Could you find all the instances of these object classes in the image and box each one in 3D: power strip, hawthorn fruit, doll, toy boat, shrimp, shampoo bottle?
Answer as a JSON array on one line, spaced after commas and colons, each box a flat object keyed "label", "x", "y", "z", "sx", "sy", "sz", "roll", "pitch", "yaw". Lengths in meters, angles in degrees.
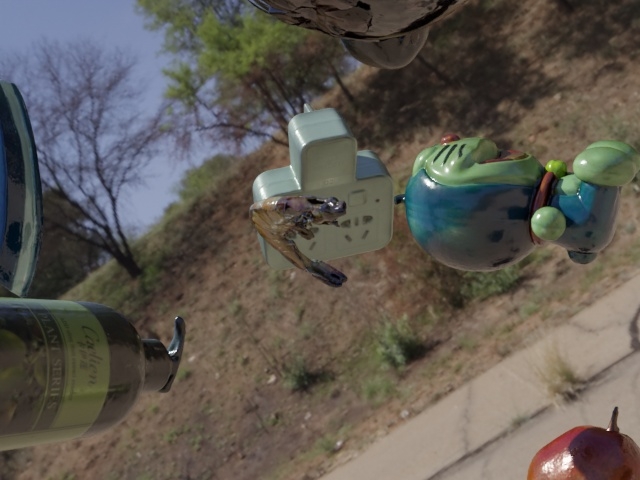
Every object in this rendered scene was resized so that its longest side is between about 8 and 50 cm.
[{"label": "power strip", "x": -0.002, "y": -0.098, "z": 1.233, "sx": 0.230, "sy": 0.141, "sz": 0.261, "roll": -13, "pitch": -49, "yaw": -11}, {"label": "hawthorn fruit", "x": 0.476, "y": 0.394, "z": 1.267, "sx": 0.196, "sy": 0.197, "sz": 0.225, "roll": -20, "pitch": -49, "yaw": -83}, {"label": "doll", "x": 0.249, "y": -0.048, "z": 0.981, "sx": 0.322, "sy": 0.186, "sz": 0.198, "roll": 6, "pitch": 15, "yaw": 31}, {"label": "toy boat", "x": -0.417, "y": -0.071, "z": 0.945, "sx": 0.096, "sy": 0.299, "sz": 0.062, "roll": -19, "pitch": -16, "yaw": 13}, {"label": "shrimp", "x": -0.002, "y": 0.002, "z": 0.875, "sx": 0.195, "sy": 0.148, "sz": 0.035, "roll": -4, "pitch": 38, "yaw": 53}, {"label": "shampoo bottle", "x": -0.198, "y": 0.091, "z": 0.506, "sx": 0.101, "sy": 0.101, "sz": 0.284, "roll": -37, "pitch": -23, "yaw": 21}]

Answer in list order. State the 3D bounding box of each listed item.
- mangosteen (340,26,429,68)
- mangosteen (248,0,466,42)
[{"label": "mangosteen", "x": 0.126, "y": -0.488, "z": 1.588, "sx": 0.243, "sy": 0.243, "sz": 0.243, "roll": -36, "pitch": -2, "yaw": -1}, {"label": "mangosteen", "x": 0.024, "y": -0.287, "z": 0.515, "sx": 0.288, "sy": 0.287, "sz": 0.233, "roll": -35, "pitch": -24, "yaw": -21}]
